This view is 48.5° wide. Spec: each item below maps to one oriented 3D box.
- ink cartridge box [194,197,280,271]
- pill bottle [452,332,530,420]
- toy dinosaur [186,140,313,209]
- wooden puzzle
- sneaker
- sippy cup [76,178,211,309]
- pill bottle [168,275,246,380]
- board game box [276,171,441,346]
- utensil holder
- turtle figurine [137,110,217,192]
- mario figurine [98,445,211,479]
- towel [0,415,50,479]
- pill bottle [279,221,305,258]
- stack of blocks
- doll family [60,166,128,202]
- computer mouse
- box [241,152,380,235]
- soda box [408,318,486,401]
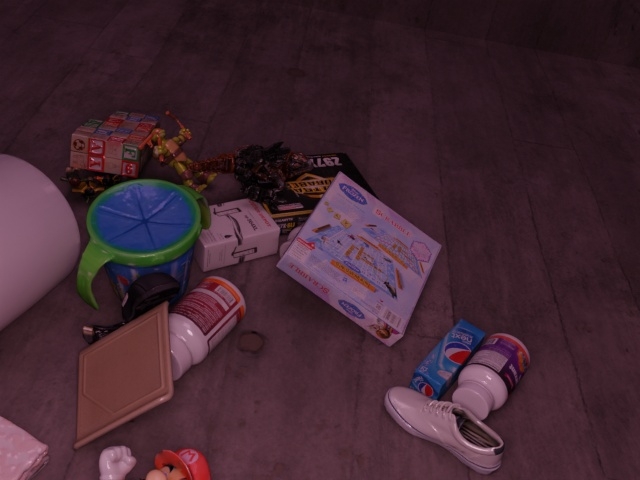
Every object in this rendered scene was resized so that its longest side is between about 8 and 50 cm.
[{"bbox_3d":[-0.222,-0.020,1.748,0.203,0.086,0.148,-15,45,-29],"label":"ink cartridge box"},{"bbox_3d":[0.355,0.288,1.493,0.108,0.108,0.193,30,42,22],"label":"pill bottle"},{"bbox_3d":[-0.169,-0.180,1.829,0.321,0.164,0.218,-23,26,-14],"label":"toy dinosaur"},{"bbox_3d":[-0.362,0.249,1.322,0.220,0.044,0.239,-30,41,15],"label":"wooden puzzle"},{"bbox_3d":[0.247,0.352,1.399,0.258,0.091,0.094,27,41,19],"label":"sneaker"},{"bbox_3d":[-0.372,0.025,1.533,0.305,0.224,0.240,-8,47,-16],"label":"sippy cup"},{"bbox_3d":[-0.259,0.179,1.463,0.121,0.121,0.221,25,41,17],"label":"pill bottle"},{"bbox_3d":[0.100,0.035,1.664,0.318,0.066,0.318,36,47,-4],"label":"board game box"},{"bbox_3d":[-0.685,0.041,1.306,0.327,0.328,0.385,20,32,11],"label":"utensil holder"},{"bbox_3d":[-0.385,-0.216,1.877,0.217,0.087,0.269,50,20,-12],"label":"turtle figurine"},{"bbox_3d":[-0.302,0.432,1.093,0.320,0.170,0.198,-39,94,-36],"label":"mario figurine"},{"bbox_3d":[-0.669,0.392,1.151,0.316,0.053,0.332,24,40,14],"label":"towel"},{"bbox_3d":[0.000,0.000,1.754,0.117,0.117,0.215,33,43,26],"label":"pill bottle"},{"bbox_3d":[-0.546,-0.270,1.919,0.171,0.087,0.297,9,23,-5],"label":"stack of blocks"},{"bbox_3d":[-0.564,-0.145,1.826,0.192,0.076,0.111,-9,28,-21],"label":"doll family"},{"bbox_3d":[-0.381,0.128,1.399,0.184,0.262,0.060,-19,76,-26],"label":"computer mouse"},{"bbox_3d":[-0.032,-0.134,1.947,0.321,0.079,0.257,-7,40,-22],"label":"box"},{"bbox_3d":[0.276,0.261,1.536,0.067,0.071,0.210,30,42,23],"label":"soda box"}]
